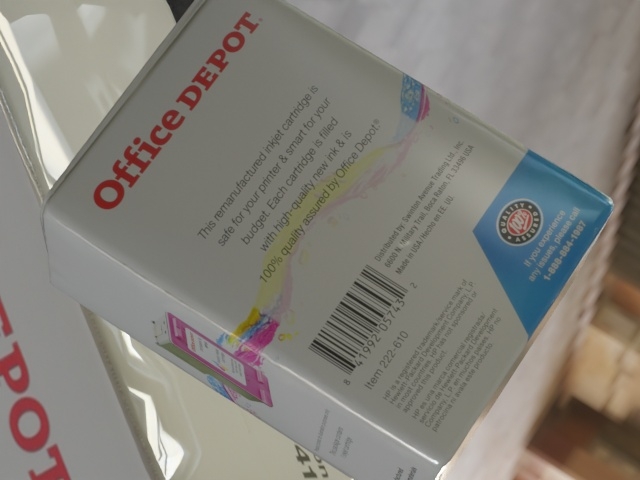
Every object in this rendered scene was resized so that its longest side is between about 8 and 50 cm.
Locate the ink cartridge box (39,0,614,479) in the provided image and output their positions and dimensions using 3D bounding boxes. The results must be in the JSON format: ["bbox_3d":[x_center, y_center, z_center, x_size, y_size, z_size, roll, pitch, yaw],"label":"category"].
[{"bbox_3d":[0.000,0.000,0.525,0.088,0.122,0.052,-54,171,-22],"label":"ink cartridge box"}]

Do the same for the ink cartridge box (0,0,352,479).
[{"bbox_3d":[-0.172,0.059,0.684,0.306,0.226,0.131,-32,162,23],"label":"ink cartridge box"}]

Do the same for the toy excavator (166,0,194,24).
[{"bbox_3d":[-0.113,0.108,1.121,0.433,0.222,0.445,-23,148,19],"label":"toy excavator"}]
